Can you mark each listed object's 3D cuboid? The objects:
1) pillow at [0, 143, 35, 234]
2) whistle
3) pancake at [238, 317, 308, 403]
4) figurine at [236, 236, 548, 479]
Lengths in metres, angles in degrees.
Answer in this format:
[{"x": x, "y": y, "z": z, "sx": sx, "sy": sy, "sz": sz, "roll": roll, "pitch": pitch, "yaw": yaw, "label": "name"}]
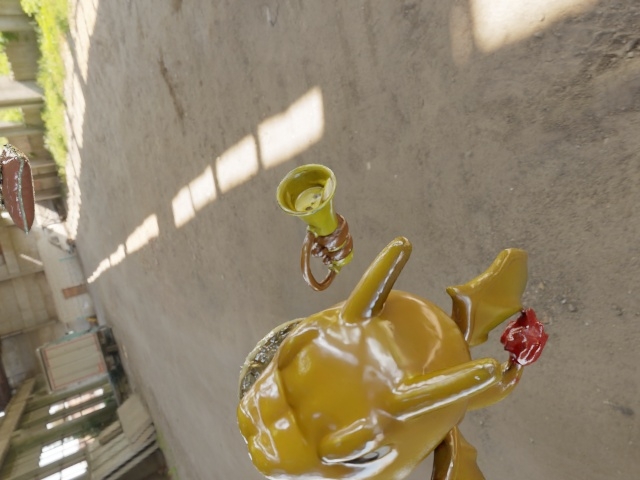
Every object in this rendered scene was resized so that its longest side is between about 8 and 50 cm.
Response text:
[{"x": -0.703, "y": -0.121, "z": 1.080, "sx": 0.171, "sy": 0.075, "sz": 0.179, "roll": 28, "pitch": 121, "yaw": 48, "label": "pillow"}, {"x": 0.005, "y": -0.002, "z": 0.371, "sx": 0.109, "sy": 0.046, "sz": 0.057, "roll": 65, "pitch": -164, "yaw": -48, "label": "whistle"}, {"x": -0.047, "y": 0.408, "z": 1.289, "sx": 0.071, "sy": 0.382, "sz": 0.382, "roll": -159, "pitch": 56, "yaw": -74, "label": "pancake"}, {"x": 0.120, "y": 0.158, "z": 0.601, "sx": 0.268, "sy": 0.387, "sz": 0.400, "roll": 21, "pitch": 86, "yaw": 35, "label": "figurine"}]
